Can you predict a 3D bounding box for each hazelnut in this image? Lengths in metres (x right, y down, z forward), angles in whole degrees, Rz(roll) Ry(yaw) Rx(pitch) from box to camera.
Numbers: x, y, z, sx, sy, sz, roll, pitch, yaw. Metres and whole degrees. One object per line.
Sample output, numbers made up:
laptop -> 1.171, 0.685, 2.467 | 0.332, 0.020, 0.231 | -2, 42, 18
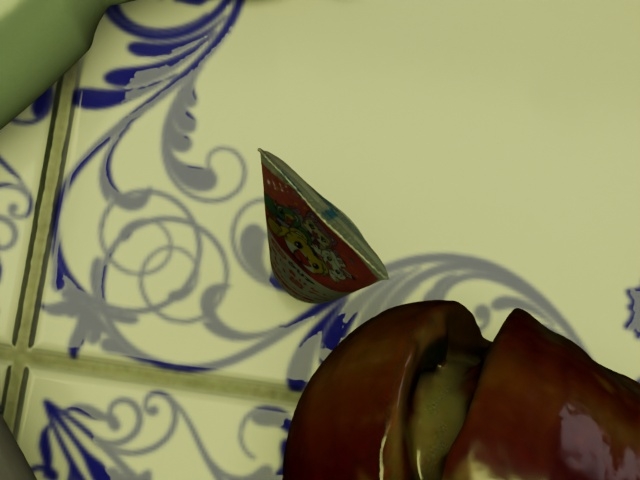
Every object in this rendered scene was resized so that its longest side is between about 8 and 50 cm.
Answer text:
hazelnut -> 0.106, 0.143, 0.732 | 0.251, 0.217, 0.217 | 13, 82, 16

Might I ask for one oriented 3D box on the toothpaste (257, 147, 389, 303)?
toothpaste -> 0.000, 0.000, 0.723 | 0.057, 0.234, 0.089 | -44, 86, -7

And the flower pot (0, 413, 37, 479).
flower pot -> -0.248, 0.220, 0.688 | 0.265, 0.265, 0.243 | -33, 95, -6

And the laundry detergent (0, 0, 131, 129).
laundry detergent -> -0.268, -0.144, 0.787 | 0.398, 0.125, 0.264 | -11, 85, -3
